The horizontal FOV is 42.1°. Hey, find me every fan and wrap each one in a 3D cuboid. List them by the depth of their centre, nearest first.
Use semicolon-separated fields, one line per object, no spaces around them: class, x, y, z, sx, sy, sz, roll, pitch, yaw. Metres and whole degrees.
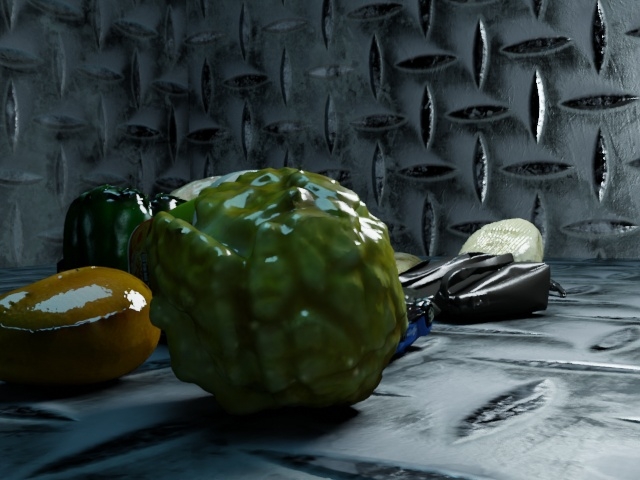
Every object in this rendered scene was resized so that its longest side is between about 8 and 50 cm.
fan;0.169;0.068;1.678;0.133;0.005;0.085;-21;-16;-31

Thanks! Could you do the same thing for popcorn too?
popcorn;-0.042;0.054;0.846;0.281;0.247;0.282;-11;11;2

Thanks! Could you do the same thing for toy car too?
toy car;0.090;0.128;1.161;0.103;0.063;0.216;-1;8;25

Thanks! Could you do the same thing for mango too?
mango;-0.299;0.106;0.986;0.235;0.136;0.166;-8;9;-34

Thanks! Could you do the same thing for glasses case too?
glasses case;0.160;0.081;2.013;0.156;0.098;0.425;-3;2;12

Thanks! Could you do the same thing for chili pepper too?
chili pepper;-0.356;0.030;1.564;0.248;0.257;0.233;0;-3;-14

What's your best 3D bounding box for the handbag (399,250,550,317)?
handbag;0.264;0.092;1.600;0.256;0.114;0.285;-11;7;-34

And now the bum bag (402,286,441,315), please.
bum bag;0.058;0.115;1.451;0.326;0.080;0.142;3;11;24

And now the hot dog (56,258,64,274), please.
hot dog;-0.475;0.084;2.092;0.325;0.194;0.107;-24;52;-13

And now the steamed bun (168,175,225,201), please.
steamed bun;-0.251;-0.018;1.961;0.339;0.248;0.352;-4;-20;-10

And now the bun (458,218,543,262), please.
bun;0.407;0.058;1.879;0.220;0.134;0.220;-31;24;16

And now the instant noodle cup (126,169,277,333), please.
instant noodle cup;-0.146;0.041;1.308;0.293;0.294;0.307;-3;-4;-39

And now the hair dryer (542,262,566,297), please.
hair dryer;0.490;0.103;1.942;0.195;0.075;0.219;-12;13;-22
